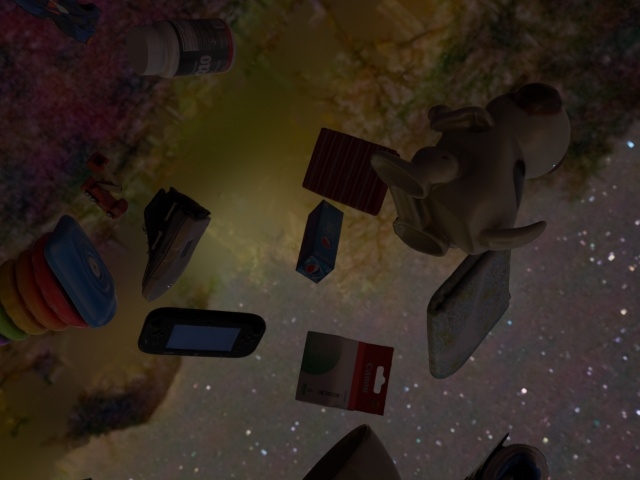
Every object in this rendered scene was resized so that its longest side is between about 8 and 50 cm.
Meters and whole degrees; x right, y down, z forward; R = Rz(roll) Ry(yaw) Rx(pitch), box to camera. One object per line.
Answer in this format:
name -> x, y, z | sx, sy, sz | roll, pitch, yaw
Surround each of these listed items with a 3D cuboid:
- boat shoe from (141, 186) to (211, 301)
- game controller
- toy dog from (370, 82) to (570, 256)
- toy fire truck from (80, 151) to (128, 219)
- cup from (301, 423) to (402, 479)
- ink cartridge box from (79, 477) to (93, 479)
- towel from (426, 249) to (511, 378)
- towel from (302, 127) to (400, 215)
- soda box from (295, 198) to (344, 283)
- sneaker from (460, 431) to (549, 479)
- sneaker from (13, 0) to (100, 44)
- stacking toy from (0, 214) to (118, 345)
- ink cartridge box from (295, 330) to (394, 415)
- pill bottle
boat shoe -> -0.450, 0.005, 2.027 | 0.340, 0.158, 0.127 | -55, 166, 21
game controller -> -0.305, 0.244, 1.845 | 0.067, 0.319, 0.166 | -114, -141, -49
toy dog -> 0.372, -0.179, 1.561 | 0.408, 0.284, 0.395 | -43, -145, -19
toy fire truck -> -0.605, -0.151, 2.016 | 0.135, 0.192, 0.047 | -20, -147, 38
cup -> 0.087, 0.656, 1.757 | 0.331, 0.237, 0.331 | -46, 176, -4
ink cartridge box -> -0.541, 0.585, 1.452 | 0.235, 0.171, 0.056 | 0, 121, -47
towel -> 0.428, 0.185, 2.056 | 0.374, 0.090, 0.320 | -44, 141, -27
towel -> 0.086, -0.203, 2.082 | 0.031, 0.275, 0.198 | 7, 104, -59
soda box -> 0.000, 0.000, 1.719 | 0.071, 0.067, 0.210 | -43, -158, 37
sneaker -> 0.288, 0.499, 1.323 | 0.323, 0.130, 0.236 | -40, 159, -7
sneaker -> -0.540, -0.486, 1.427 | 0.087, 0.221, 0.083 | -53, -130, 11
stacking toy -> -0.494, 0.102, 1.134 | 0.302, 0.165, 0.175 | -24, -157, 0
ink cartridge box -> 0.061, 0.338, 1.810 | 0.056, 0.225, 0.181 | 50, 49, -70
pill bottle -> -0.401, -0.554, 2.055 | 0.283, 0.161, 0.161 | -17, 165, -38
